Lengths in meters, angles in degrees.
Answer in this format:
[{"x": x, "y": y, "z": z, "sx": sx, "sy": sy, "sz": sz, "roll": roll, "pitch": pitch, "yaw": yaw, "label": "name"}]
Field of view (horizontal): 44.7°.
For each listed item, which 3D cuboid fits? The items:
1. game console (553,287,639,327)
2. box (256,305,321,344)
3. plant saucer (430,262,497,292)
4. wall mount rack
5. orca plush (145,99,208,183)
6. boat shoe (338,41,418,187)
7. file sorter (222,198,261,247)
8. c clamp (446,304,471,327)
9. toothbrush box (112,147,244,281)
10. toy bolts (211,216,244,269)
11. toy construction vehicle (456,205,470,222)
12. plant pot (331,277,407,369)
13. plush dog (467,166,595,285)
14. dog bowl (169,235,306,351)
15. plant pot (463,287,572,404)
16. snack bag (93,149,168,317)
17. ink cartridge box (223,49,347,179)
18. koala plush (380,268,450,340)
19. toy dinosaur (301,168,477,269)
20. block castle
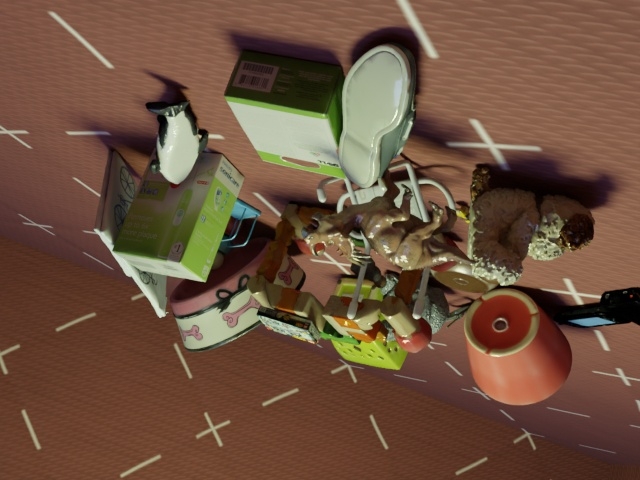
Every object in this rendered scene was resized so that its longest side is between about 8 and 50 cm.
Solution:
[{"x": 0.736, "y": 0.192, "z": 1.921, "sx": 0.213, "sy": 0.044, "sz": 0.361, "roll": 25, "pitch": 162, "yaw": -17, "label": "game console"}, {"x": -0.074, "y": 0.198, "z": 1.822, "sx": 0.137, "sy": 0.027, "sz": 0.094, "roll": 15, "pitch": 157, "yaw": 23, "label": "box"}, {"x": 0.367, "y": 0.092, "z": 2.011, "sx": 0.199, "sy": 0.036, "sz": 0.198, "roll": 17, "pitch": 162, "yaw": 5, "label": "plant saucer"}, {"x": 0.126, "y": -0.001, "z": 1.609, "sx": 0.130, "sy": 0.304, "sz": 0.350, "roll": -23, "pitch": -171, "yaw": -36, "label": "wall mount rack"}, {"x": -0.334, "y": -0.231, "z": 1.669, "sx": 0.102, "sy": 0.151, "sz": 0.287, "roll": 47, "pitch": 171, "yaw": 16, "label": "orca plush"}, {"x": 0.105, "y": -0.217, "z": 1.296, "sx": 0.116, "sy": 0.099, "sz": 0.319, "roll": 41, "pitch": 151, "yaw": 17, "label": "boat shoe"}, {"x": -0.271, "y": -0.063, "z": 2.081, "sx": 0.170, "sy": 0.104, "sz": 0.118, "roll": 29, "pitch": 160, "yaw": -31, "label": "file sorter"}, {"x": 0.385, "y": 0.216, "z": 2.244, "sx": 0.022, "sy": 0.137, "sz": 0.161, "roll": 59, "pitch": 164, "yaw": 3, "label": "c clamp"}, {"x": -0.335, "y": -0.064, "z": 1.850, "sx": 0.206, "sy": 0.283, "sz": 0.122, "roll": 9, "pitch": 159, "yaw": 28, "label": "toothbrush box"}, {"x": -0.357, "y": -0.016, "z": 2.209, "sx": 0.229, "sy": 0.158, "sz": 0.218, "roll": 27, "pitch": 161, "yaw": -24, "label": "toy bolts"}, {"x": 0.333, "y": -0.051, "z": 1.641, "sx": 0.098, "sy": 0.035, "sz": 0.086, "roll": 31, "pitch": 169, "yaw": -26, "label": "toy construction vehicle"}, {"x": 0.144, "y": 0.236, "z": 2.365, "sx": 0.228, "sy": 0.227, "sz": 0.207, "roll": 2, "pitch": 149, "yaw": 43, "label": "plant pot"}, {"x": 0.396, "y": -0.032, "z": 1.464, "sx": 0.226, "sy": 0.210, "sz": 0.262, "roll": 2, "pitch": -173, "yaw": 8, "label": "plush dog"}, {"x": -0.252, "y": 0.138, "z": 2.236, "sx": 0.408, "sy": 0.408, "sz": 0.150, "roll": -8, "pitch": 116, "yaw": 54, "label": "dog bowl"}, {"x": 0.502, "y": 0.267, "z": 2.051, "sx": 0.275, "sy": 0.275, "sz": 0.243, "roll": 7, "pitch": 152, "yaw": 32, "label": "plant pot"}, {"x": -0.476, "y": -0.017, "z": 2.015, "sx": 0.037, "sy": 0.323, "sz": 0.342, "roll": -17, "pitch": 134, "yaw": 8, "label": "snack bag"}, {"x": -0.043, "y": -0.220, "z": 1.415, "sx": 0.189, "sy": 0.097, "sz": 0.255, "roll": 13, "pitch": 163, "yaw": 15, "label": "ink cartridge box"}, {"x": 0.249, "y": 0.164, "z": 2.122, "sx": 0.203, "sy": 0.196, "sz": 0.221, "roll": 3, "pitch": 158, "yaw": 11, "label": "koala plush"}, {"x": 0.131, "y": -0.005, "z": 1.433, "sx": 0.296, "sy": 0.200, "sz": 0.127, "roll": 32, "pitch": -168, "yaw": 1, "label": "toy dinosaur"}, {"x": 0.079, "y": 0.090, "z": 1.870, "sx": 0.453, "sy": 0.303, "sz": 0.213, "roll": 7, "pitch": 152, "yaw": 33, "label": "block castle"}]
